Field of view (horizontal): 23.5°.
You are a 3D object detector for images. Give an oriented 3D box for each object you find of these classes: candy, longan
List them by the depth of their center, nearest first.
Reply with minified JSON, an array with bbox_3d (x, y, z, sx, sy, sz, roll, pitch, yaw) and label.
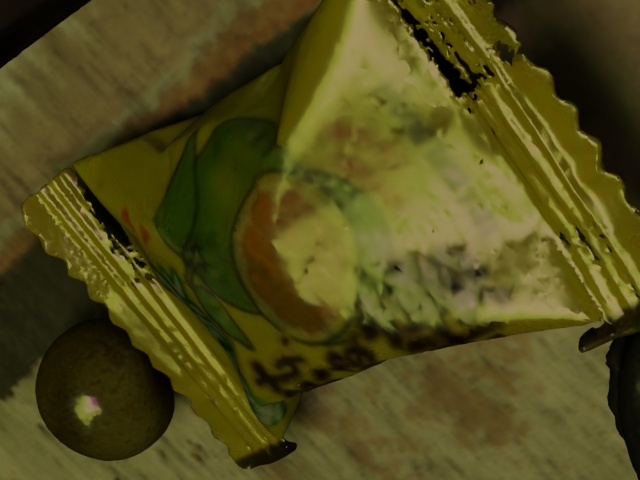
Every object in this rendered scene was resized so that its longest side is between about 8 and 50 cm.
[{"bbox_3d":[0.000,0.000,0.661,0.297,0.081,0.187,-26,104,44],"label":"candy"},{"bbox_3d":[-0.104,0.074,0.787,0.083,0.075,0.075,-22,117,-8],"label":"longan"}]

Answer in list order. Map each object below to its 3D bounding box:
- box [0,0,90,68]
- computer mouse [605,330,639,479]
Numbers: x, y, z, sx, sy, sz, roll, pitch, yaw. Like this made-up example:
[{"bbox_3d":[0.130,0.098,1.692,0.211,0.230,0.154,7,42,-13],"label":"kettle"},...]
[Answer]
[{"bbox_3d":[-0.168,-0.201,0.543,0.252,0.188,0.153,29,131,9],"label":"box"},{"bbox_3d":[0.239,0.060,0.565,0.295,0.087,0.168,-19,101,47],"label":"computer mouse"}]
